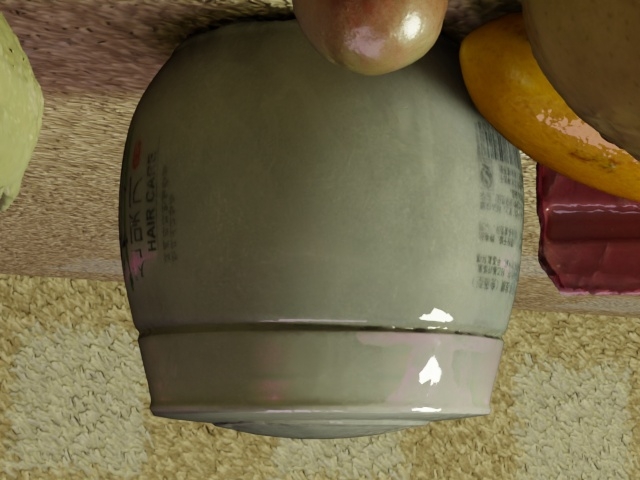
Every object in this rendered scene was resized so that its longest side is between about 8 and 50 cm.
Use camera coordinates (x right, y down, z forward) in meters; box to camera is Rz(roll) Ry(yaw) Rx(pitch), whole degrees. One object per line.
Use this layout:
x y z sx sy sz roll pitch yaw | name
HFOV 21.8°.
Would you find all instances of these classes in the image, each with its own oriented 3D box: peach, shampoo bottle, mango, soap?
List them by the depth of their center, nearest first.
0.025 -0.125 0.836 0.083 0.083 0.083 2 173 0 | peach
0.182 -0.080 1.019 0.217 0.102 0.141 19 -172 -18 | mango
0.000 0.000 1.120 0.273 0.266 0.273 2 172 0 | shampoo bottle
0.275 -0.038 1.127 0.250 0.162 0.099 1 174 22 | soap

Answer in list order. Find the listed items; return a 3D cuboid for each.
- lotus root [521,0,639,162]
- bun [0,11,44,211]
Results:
0.194 -0.112 0.554 0.183 0.182 0.310 6 167 -30 | lotus root
-0.266 -0.098 0.852 0.259 0.152 0.259 4 163 1 | bun
